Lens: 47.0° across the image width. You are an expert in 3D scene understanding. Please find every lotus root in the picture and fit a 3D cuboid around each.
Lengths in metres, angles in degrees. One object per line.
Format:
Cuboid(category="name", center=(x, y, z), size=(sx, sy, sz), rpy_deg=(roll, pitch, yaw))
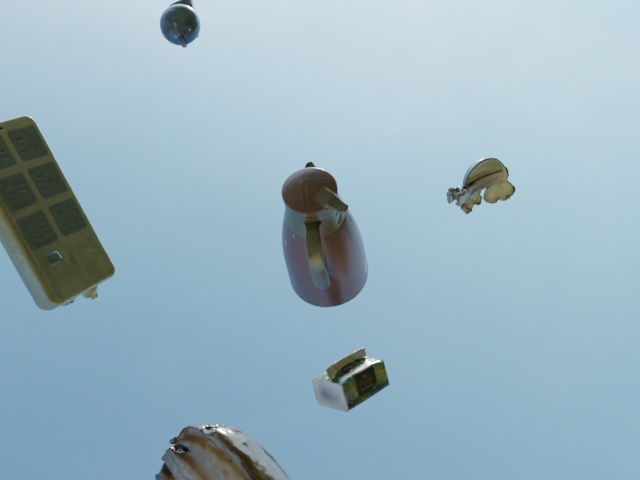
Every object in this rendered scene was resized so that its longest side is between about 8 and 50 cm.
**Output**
Cuboid(category="lotus root", center=(-0.019, 0.303, 0.665), size=(0.329, 0.167, 0.078), rpy_deg=(49, -141, 17))

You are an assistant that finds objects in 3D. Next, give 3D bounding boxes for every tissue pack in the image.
Cuboid(category="tissue pack", center=(0.052, 0.244, 1.315), size=(0.111, 0.085, 0.079), rpy_deg=(-22, -76, -39))

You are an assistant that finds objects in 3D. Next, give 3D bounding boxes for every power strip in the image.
Cuboid(category="power strip", center=(-0.370, -0.035, 0.958), size=(0.271, 0.046, 0.118), rpy_deg=(63, -148, -7))

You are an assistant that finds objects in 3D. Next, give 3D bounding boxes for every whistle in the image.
Cuboid(category="whistle", center=(-0.292, -0.458, 1.520), size=(0.090, 0.090, 0.158), rpy_deg=(-3, -120, -22))

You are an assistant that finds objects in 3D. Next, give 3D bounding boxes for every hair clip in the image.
Cuboid(category="hair clip", center=(0.347, -0.119, 1.578), size=(0.172, 0.116, 0.049), rpy_deg=(-24, -142, -23))

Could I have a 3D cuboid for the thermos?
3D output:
Cuboid(category="thermos", center=(0.000, 0.000, 1.238), size=(0.145, 0.265, 0.177), rpy_deg=(-7, -122, 4))
